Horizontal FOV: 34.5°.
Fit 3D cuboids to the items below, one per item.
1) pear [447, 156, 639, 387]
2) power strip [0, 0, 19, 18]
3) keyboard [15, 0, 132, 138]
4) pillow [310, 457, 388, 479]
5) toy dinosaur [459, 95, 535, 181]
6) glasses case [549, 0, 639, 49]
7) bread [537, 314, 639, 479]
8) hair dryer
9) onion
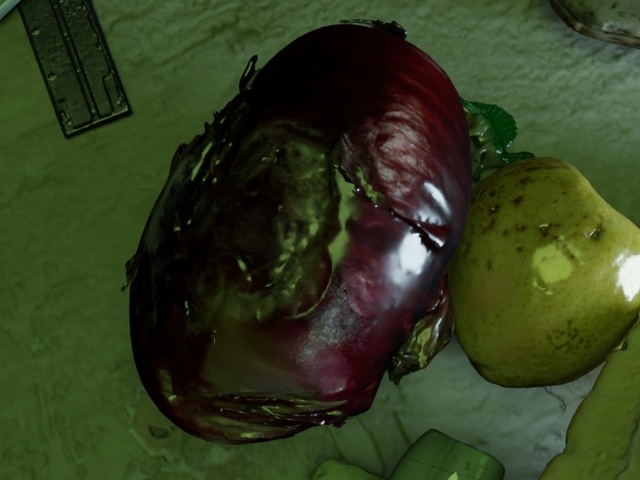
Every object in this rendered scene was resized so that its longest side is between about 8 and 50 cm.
[{"bbox_3d":[0.165,0.029,0.792,0.178,0.178,0.178,0,82,-1],"label":"pear"},{"bbox_3d":[-0.264,-0.226,0.877,0.090,0.016,0.040,-44,83,-1],"label":"power strip"},{"bbox_3d":[-0.222,-0.188,0.885,0.063,0.010,0.198,-21,82,-1],"label":"keyboard"},{"bbox_3d":[0.085,0.338,0.783,0.274,0.076,0.281,18,77,-3],"label":"pillow"},{"bbox_3d":[0.134,-0.099,0.873,0.060,0.029,0.120,-27,77,-20],"label":"toy dinosaur"},{"bbox_3d":[0.397,-0.213,0.849,0.425,0.098,0.156,11,77,1],"label":"glasses case"},{"bbox_3d":[0.232,0.201,0.687,0.111,0.239,0.246,0,124,34],"label":"bread"},{"bbox_3d":[0.118,0.276,0.740,0.237,0.075,0.206,34,82,-8],"label":"hair dryer"},{"bbox_3d":[0.000,0.000,0.720,0.232,0.314,0.314,25,82,-10],"label":"onion"}]
